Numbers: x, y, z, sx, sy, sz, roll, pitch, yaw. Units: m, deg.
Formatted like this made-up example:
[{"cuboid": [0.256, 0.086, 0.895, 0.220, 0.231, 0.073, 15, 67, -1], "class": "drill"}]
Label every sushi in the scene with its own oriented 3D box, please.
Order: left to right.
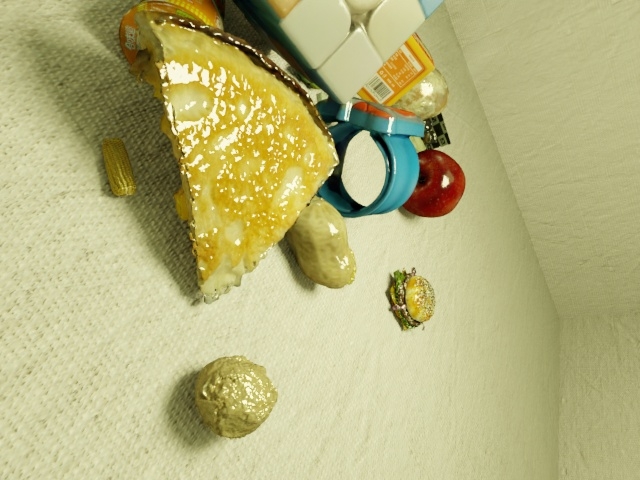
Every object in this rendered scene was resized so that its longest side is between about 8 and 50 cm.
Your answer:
[{"cuboid": [0.369, -0.430, 1.546, 0.051, 0.192, 0.215, -25, 100, -17], "class": "sushi"}]

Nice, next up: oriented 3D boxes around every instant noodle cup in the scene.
[{"cuboid": [-0.233, -0.377, 0.728, 0.168, 0.169, 0.184, 36, 44, -41], "class": "instant noodle cup"}]

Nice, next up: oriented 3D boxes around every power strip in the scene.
[{"cuboid": [0.011, -0.356, 1.143, 0.040, 0.016, 0.090, 13, 68, -51], "class": "power strip"}]

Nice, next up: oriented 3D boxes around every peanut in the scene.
[{"cuboid": [0.000, 0.000, 0.911, 0.129, 0.129, 0.224, -42, 113, -50], "class": "peanut"}]

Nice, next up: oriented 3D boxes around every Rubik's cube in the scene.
[{"cuboid": [-0.002, -0.538, 0.780, 0.344, 0.347, 0.346, 34, 15, -52], "class": "Rubik's cube"}]

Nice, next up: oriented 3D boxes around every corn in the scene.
[{"cuboid": [-0.301, -0.109, 0.630, 0.037, 0.037, 0.092, -15, 91, -54], "class": "corn"}]

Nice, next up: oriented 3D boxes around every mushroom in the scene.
[{"cuboid": [0.279, -0.352, 1.443, 0.312, 0.081, 0.099, 9, 72, -53], "class": "mushroom"}]

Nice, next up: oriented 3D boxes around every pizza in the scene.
[{"cuboid": [-0.104, -0.158, 0.740, 0.392, 0.080, 0.434, -31, 128, -43], "class": "pizza"}]

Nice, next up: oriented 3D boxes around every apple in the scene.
[{"cuboid": [0.354, -0.179, 1.363, 0.201, 0.218, 0.218, -5, 82, -54], "class": "apple"}]

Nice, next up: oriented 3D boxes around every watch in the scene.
[{"cuboid": [0.074, -0.202, 1.021, 0.241, 0.305, 0.274, -11, 117, -51], "class": "watch"}]

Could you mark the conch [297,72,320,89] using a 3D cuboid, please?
[{"cuboid": [-0.004, -0.445, 1.107, 0.094, 0.080, 0.201, 62, 26, -11], "class": "conch"}]

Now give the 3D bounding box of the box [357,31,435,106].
[{"cuboid": [0.120, -0.547, 1.129, 0.284, 0.214, 0.259, 28, 35, -46], "class": "box"}]

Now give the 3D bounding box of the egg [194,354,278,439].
[{"cuboid": [-0.133, 0.244, 0.661, 0.118, 0.116, 0.140, -53, 124, -14], "class": "egg"}]

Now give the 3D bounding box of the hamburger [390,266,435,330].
[{"cuboid": [0.275, 0.167, 1.242, 0.189, 0.093, 0.164, 55, 41, -22], "class": "hamburger"}]

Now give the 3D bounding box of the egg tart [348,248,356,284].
[{"cuboid": [0.051, 0.059, 1.030, 0.105, 0.039, 0.105, 22, 61, -47], "class": "egg tart"}]

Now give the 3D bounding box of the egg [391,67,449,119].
[{"cuboid": [0.304, -0.496, 1.399, 0.203, 0.245, 0.203, 21, 90, -79], "class": "egg"}]
